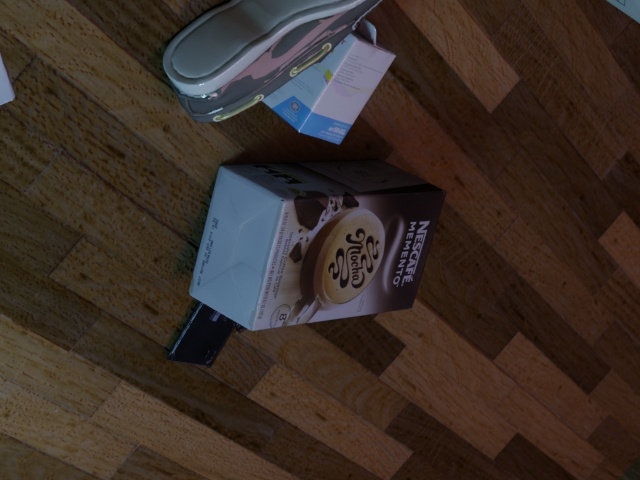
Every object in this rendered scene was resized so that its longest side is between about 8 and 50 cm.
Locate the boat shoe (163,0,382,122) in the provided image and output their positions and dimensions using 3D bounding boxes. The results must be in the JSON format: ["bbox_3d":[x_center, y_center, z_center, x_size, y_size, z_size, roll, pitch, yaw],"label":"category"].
[{"bbox_3d":[-0.030,-0.236,2.051,0.305,0.109,0.091,-34,146,-11],"label":"boat shoe"}]

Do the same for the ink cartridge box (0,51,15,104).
[{"bbox_3d":[-0.433,-0.172,1.598,0.296,0.066,0.261,-22,143,-9],"label":"ink cartridge box"}]

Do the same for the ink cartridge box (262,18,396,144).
[{"bbox_3d":[0.008,-0.198,2.146,0.090,0.092,0.143,15,113,-55],"label":"ink cartridge box"}]

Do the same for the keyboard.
[{"bbox_3d":[-0.116,0.080,2.359,0.108,0.023,0.180,14,114,-48],"label":"keyboard"}]

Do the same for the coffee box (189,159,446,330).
[{"bbox_3d":[0.000,0.000,2.296,0.297,0.119,0.168,-6,116,-48],"label":"coffee box"}]

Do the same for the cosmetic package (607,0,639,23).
[{"bbox_3d":[0.303,-0.390,2.104,0.129,0.296,0.153,-30,144,-24],"label":"cosmetic package"}]
